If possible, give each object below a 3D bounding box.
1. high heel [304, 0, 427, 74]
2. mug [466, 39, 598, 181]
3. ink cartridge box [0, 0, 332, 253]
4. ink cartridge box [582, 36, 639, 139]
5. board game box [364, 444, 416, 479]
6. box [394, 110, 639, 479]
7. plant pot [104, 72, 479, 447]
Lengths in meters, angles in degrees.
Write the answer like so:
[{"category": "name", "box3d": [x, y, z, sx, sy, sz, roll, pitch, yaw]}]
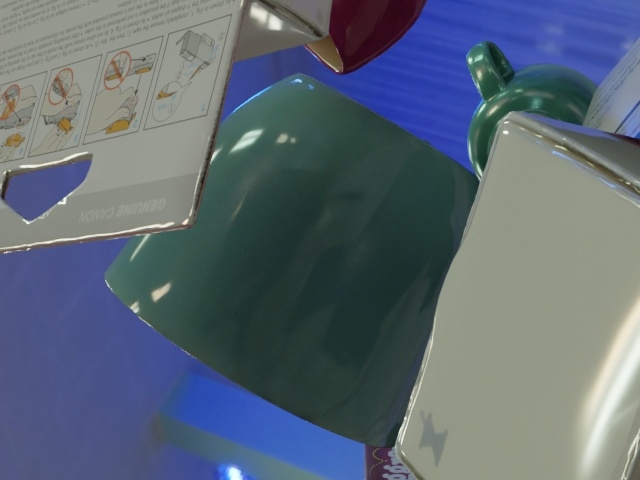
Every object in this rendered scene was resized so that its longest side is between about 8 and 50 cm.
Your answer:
[{"category": "high heel", "box3d": [-0.082, -0.261, 0.982, 0.181, 0.377, 0.127, -55, -26, -28]}, {"category": "mug", "box3d": [0.188, -0.097, 1.143, 0.097, 0.157, 0.129, -46, -23, -64]}, {"category": "ink cartridge box", "box3d": [-0.121, -0.109, 0.733, 0.066, 0.296, 0.261, 23, -110, -42]}, {"category": "ink cartridge box", "box3d": [0.274, -0.026, 0.821, 0.395, 0.166, 0.285, -62, 4, -39]}, {"category": "board game box", "box3d": [0.116, 0.224, 1.275, 0.281, 0.145, 0.027, -84, -9, -76]}, {"category": "box", "box3d": [0.170, 0.054, 0.473, 0.232, 0.127, 0.149, 7, -71, -27]}, {"category": "plant pot", "box3d": [0.000, 0.000, 1.067, 0.235, 0.293, 0.293, -60, -22, 4]}]
